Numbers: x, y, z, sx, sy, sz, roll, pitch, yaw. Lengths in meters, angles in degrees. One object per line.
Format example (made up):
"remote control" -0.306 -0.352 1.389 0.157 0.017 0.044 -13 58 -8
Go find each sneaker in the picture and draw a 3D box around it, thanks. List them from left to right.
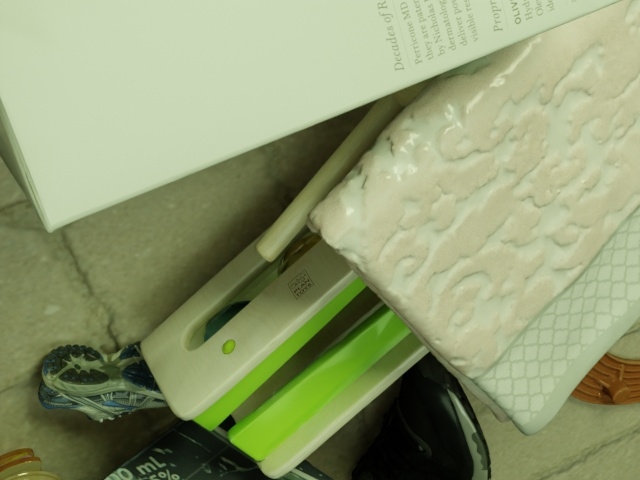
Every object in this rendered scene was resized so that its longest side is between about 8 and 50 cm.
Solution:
"sneaker" -0.162 0.116 1.231 0.135 0.052 0.058 10 134 -29
"sneaker" 0.086 0.213 1.435 0.124 0.107 0.283 -20 137 -6

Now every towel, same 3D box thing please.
"towel" 0.183 -0.047 1.104 0.332 0.053 0.317 -47 135 -4

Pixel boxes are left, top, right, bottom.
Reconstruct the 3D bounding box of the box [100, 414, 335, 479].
"box" -0.063 0.436 1.143 0.480 0.472 0.297 -35 152 -54

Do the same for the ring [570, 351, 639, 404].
"ring" 0.365 0.043 1.498 0.336 0.032 0.336 -17 135 -17

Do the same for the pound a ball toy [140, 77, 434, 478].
"pound a ball toy" 0.000 0.000 1.155 0.319 0.136 0.208 -42 132 8

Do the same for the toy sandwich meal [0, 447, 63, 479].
"toy sandwich meal" -0.249 0.208 1.273 0.085 0.029 0.085 -17 139 -15

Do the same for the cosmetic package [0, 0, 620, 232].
"cosmetic package" -0.033 -0.161 0.906 0.365 0.197 0.155 -23 113 -10
